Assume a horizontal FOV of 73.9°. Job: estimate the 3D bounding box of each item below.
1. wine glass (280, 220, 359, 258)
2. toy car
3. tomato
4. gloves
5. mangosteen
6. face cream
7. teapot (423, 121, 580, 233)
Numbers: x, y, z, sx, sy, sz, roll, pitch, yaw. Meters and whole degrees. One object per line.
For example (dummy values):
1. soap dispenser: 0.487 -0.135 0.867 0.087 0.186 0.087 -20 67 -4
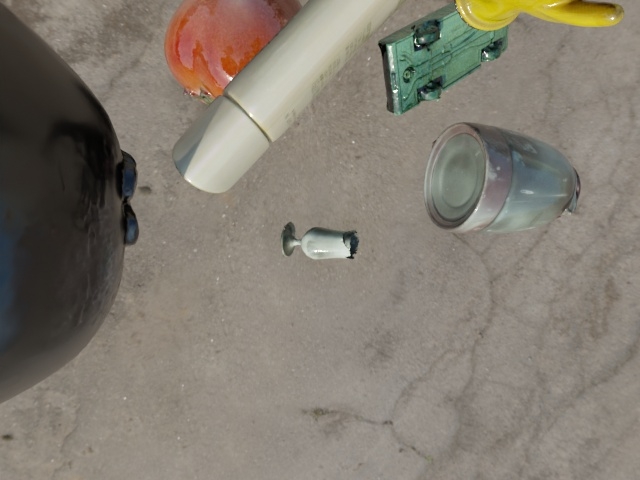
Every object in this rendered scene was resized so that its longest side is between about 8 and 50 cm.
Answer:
1. wine glass: 0.000 0.000 0.466 0.083 0.042 0.039 1 130 23
2. toy car: 0.236 -0.371 0.800 0.320 0.097 0.142 -35 133 -20
3. tomato: -0.163 -0.422 0.934 0.321 0.321 0.322 0 106 -1
4. gloves: 0.274 -0.319 0.507 0.132 0.294 0.116 -3 115 -8
5. mangosteen: -0.379 -0.024 0.334 0.434 0.382 0.383 -4 109 -29
6. face cream: -0.030 -0.201 0.495 0.081 0.173 0.348 43 91 -16
7. teapot: 0.411 -0.152 0.975 0.311 0.315 0.233 4 132 -18
